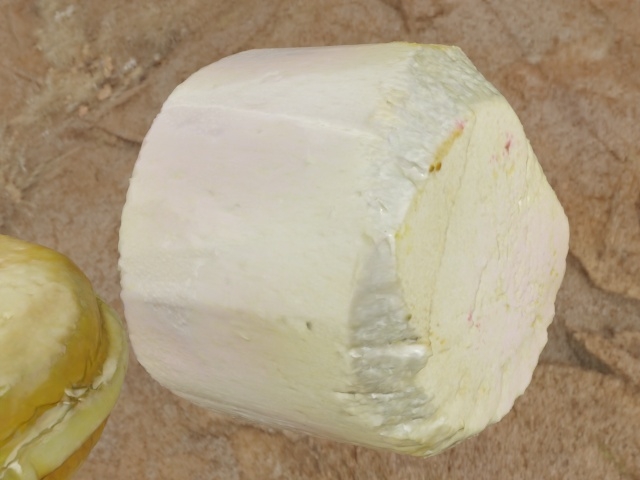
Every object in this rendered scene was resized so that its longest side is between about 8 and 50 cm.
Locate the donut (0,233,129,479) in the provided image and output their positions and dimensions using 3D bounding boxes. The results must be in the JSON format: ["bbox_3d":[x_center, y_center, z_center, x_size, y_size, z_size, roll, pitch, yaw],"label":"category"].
[{"bbox_3d":[-0.402,0.140,0.811,0.449,0.198,0.449,-1,30,1],"label":"donut"}]

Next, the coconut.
[{"bbox_3d":[0.000,0.000,0.520,0.244,0.239,0.239,9,58,39],"label":"coconut"}]
